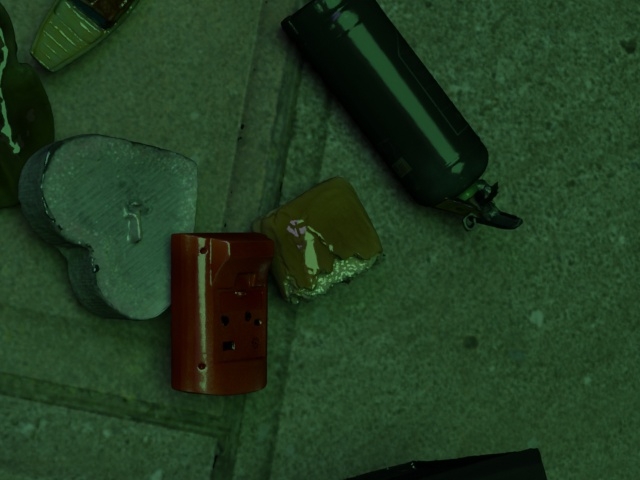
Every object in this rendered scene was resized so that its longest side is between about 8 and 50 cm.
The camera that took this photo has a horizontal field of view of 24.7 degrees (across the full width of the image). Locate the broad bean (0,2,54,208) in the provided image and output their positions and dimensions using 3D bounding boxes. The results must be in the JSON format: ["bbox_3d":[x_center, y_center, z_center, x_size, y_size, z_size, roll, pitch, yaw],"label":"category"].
[{"bbox_3d":[-0.329,-0.132,1.365,0.153,0.072,0.207,-7,83,-22],"label":"broad bean"}]

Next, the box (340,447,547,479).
[{"bbox_3d":[0.022,0.329,1.329,0.345,0.251,0.205,-10,84,-25],"label":"box"}]

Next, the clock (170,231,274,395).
[{"bbox_3d":[-0.088,0.070,1.401,0.113,0.061,0.155,-2,94,-53],"label":"clock"}]

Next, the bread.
[{"bbox_3d":[0.001,-0.001,1.470,0.125,0.082,0.106,-27,98,-21],"label":"bread"}]

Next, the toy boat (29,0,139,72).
[{"bbox_3d":[-0.223,-0.230,1.431,0.065,0.066,0.172,43,67,-12],"label":"toy boat"}]

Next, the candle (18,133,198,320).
[{"bbox_3d":[-0.187,-0.027,1.390,0.168,0.068,0.192,-41,112,-34],"label":"candle"}]

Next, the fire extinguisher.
[{"bbox_3d":[0.092,-0.131,1.517,0.095,0.114,0.311,-41,98,-28],"label":"fire extinguisher"}]
